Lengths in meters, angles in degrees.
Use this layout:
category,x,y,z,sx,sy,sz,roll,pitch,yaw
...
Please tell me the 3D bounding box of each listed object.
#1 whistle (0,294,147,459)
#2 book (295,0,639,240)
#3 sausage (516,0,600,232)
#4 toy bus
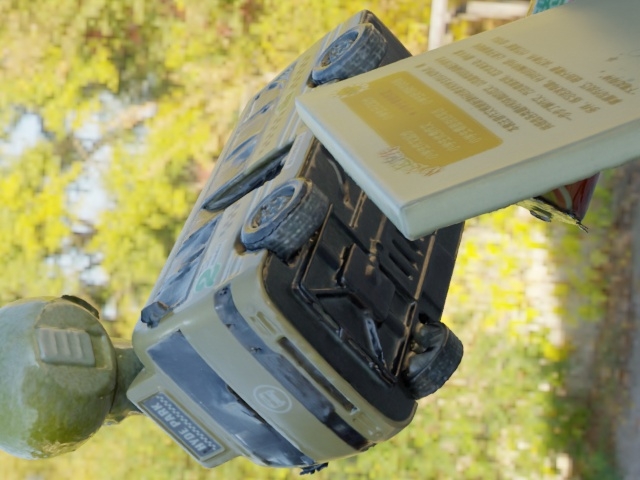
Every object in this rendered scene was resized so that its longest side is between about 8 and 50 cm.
category,x,y,z,sx,sy,sz,roll,pitch,yaw
whistle,-0.178,0.108,1.036,0.123,0.223,0.123,-12,73,46
book,0.147,-0.087,0.642,0.208,0.295,0.020,-124,15,-68
sausage,0.158,-0.142,0.789,0.083,0.083,0.264,-162,91,-87
toy bus,0.000,0.000,1.031,0.202,0.177,0.365,-30,23,33
